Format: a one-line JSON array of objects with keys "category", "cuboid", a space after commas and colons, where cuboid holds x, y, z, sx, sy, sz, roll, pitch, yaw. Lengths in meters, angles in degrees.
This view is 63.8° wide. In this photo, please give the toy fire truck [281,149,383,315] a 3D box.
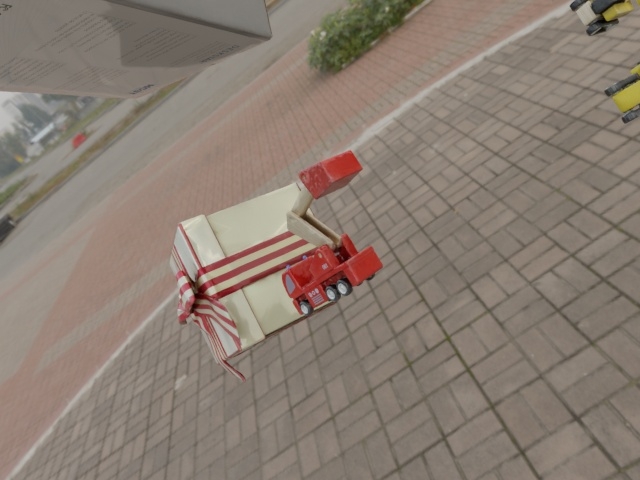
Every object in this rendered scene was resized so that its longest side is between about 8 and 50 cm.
[{"category": "toy fire truck", "cuboid": [0.000, 0.000, 0.580, 0.047, 0.135, 0.192, -29, -4, -37]}]

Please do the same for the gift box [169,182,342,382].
[{"category": "gift box", "cuboid": [-0.118, 0.084, 0.907, 0.258, 0.276, 0.255, -23, -15, -25]}]

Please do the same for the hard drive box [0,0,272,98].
[{"category": "hard drive box", "cuboid": [-0.179, -0.173, 0.369, 0.181, 0.089, 0.232, -9, 5, 32]}]

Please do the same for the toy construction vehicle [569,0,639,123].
[{"category": "toy construction vehicle", "cuboid": [0.203, -0.125, 0.320, 0.098, 0.086, 0.035, -24, -8, -34]}]
